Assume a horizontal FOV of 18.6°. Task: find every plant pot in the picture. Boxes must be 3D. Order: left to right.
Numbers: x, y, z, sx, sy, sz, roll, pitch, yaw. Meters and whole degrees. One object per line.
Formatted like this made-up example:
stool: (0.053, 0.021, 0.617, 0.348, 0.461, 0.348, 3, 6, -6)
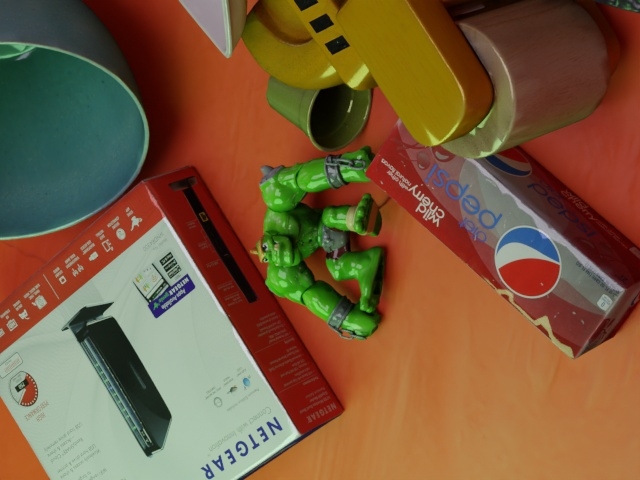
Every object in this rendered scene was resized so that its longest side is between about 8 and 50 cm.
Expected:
plant pot: (-0.326, -0.165, 1.966, 0.290, 0.290, 0.195, -44, 41, 35)
plant pot: (-0.008, -0.135, 1.853, 0.079, 0.083, 0.083, 26, 117, 41)

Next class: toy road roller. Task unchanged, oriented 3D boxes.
toy road roller: (0.073, -0.192, 1.707, 0.329, 0.202, 0.240, 57, 138, 15)

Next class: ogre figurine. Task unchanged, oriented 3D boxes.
ogre figurine: (0.000, 0.000, 1.872, 0.118, 0.097, 0.197, 8, 140, 20)

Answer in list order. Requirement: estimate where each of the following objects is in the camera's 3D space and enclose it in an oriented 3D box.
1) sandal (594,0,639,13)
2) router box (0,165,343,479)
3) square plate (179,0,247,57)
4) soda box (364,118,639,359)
sandal: (0.319, -0.252, 1.586, 0.446, 0.107, 0.167, 26, 116, 13)
router box: (-0.180, 0.136, 2.037, 0.335, 0.082, 0.301, -38, 80, 35)
square plate: (-0.139, -0.390, 1.737, 0.347, 0.049, 0.344, -126, 26, -46)
soda box: (0.171, -0.017, 1.751, 0.263, 0.083, 0.092, 43, 122, 18)
